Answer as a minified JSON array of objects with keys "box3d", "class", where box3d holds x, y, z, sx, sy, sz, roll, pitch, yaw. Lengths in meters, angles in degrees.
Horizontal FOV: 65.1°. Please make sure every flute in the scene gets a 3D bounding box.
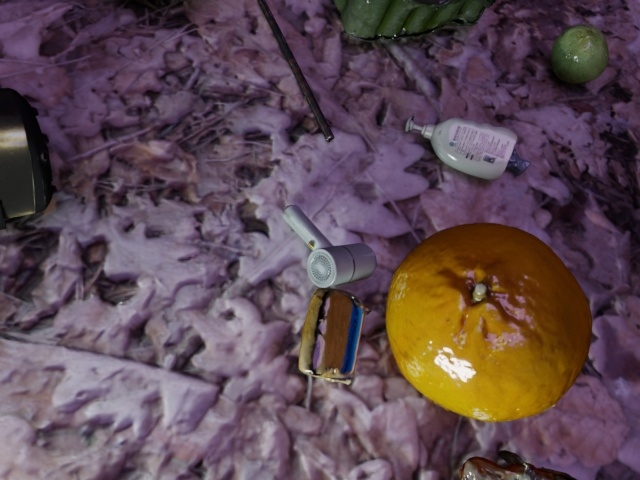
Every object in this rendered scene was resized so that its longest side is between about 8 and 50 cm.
[{"box3d":[-0.039,-0.256,0.736,0.014,0.014,0.269,-21,75,-17],"class":"flute"}]

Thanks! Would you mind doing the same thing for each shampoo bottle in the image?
[{"box3d":[0.191,-0.140,0.710,0.152,0.045,0.077,20,90,8],"class":"shampoo bottle"}]

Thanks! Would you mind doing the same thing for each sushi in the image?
[{"box3d":[0.253,0.301,0.533,0.226,0.103,0.097,24,84,2],"class":"sushi"}]

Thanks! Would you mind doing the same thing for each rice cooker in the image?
[{"box3d":[-0.349,-0.087,0.539,0.107,0.165,0.112,-19,67,-27],"class":"rice cooker"}]

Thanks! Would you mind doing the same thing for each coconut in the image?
[{"box3d":[0.410,-0.291,0.793,0.088,0.096,0.087,-13,64,28],"class":"coconut"}]

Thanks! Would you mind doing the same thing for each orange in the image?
[{"box3d":[0.181,0.086,0.557,0.220,0.193,0.219,0,84,1],"class":"orange"}]

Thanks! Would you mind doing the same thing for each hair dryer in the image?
[{"box3d":[0.000,0.000,0.626,0.082,0.047,0.137,-8,46,-48],"class":"hair dryer"}]

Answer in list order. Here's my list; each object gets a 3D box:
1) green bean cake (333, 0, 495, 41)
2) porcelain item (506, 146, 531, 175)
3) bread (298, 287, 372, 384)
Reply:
[{"box3d":[0.127,-0.435,0.769,0.241,0.132,0.254,-15,78,-20],"class":"green bean cake"},{"box3d":[0.267,-0.130,0.733,0.083,0.028,0.036,40,71,7],"class":"porcelain item"},{"box3d":[0.011,0.109,0.588,0.072,0.053,0.105,22,68,-26],"class":"bread"}]
